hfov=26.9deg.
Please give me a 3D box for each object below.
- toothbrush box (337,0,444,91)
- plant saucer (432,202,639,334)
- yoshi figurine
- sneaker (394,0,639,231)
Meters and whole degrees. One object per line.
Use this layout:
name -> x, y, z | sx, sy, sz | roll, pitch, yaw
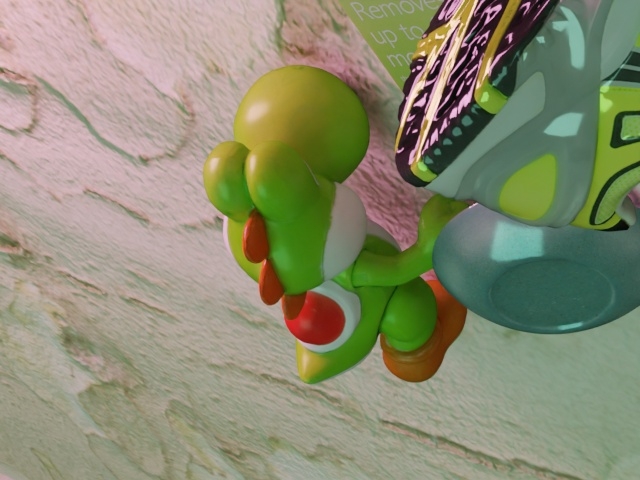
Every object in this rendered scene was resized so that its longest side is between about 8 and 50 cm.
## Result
toothbrush box -> 0.088, -0.218, 0.780 | 0.206, 0.122, 0.283 | -1, 136, 45
plant saucer -> 0.187, 0.031, 1.085 | 0.195, 0.037, 0.195 | 3, 144, 3
yoshi figurine -> 0.017, -0.022, 1.164 | 0.203, 0.204, 0.362 | 63, -174, 32
sneaker -> 0.184, -0.138, 0.629 | 0.147, 0.145, 0.384 | 21, 143, -19
